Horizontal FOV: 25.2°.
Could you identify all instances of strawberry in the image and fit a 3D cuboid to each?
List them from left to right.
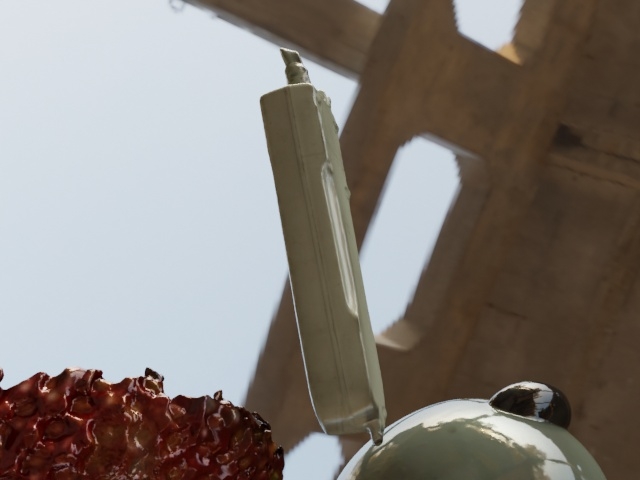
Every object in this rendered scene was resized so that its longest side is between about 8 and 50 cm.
[{"bbox_3d":[-0.123,0.114,0.604,0.208,0.167,0.087,-13,-139,5],"label":"strawberry"}]

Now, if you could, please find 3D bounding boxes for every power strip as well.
[{"bbox_3d":[0.000,0.000,0.646,0.030,0.047,0.191,-13,-106,9],"label":"power strip"}]

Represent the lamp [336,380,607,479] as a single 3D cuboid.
[{"bbox_3d":[0.102,0.217,0.913,0.197,0.244,0.198,-16,-151,9],"label":"lamp"}]
